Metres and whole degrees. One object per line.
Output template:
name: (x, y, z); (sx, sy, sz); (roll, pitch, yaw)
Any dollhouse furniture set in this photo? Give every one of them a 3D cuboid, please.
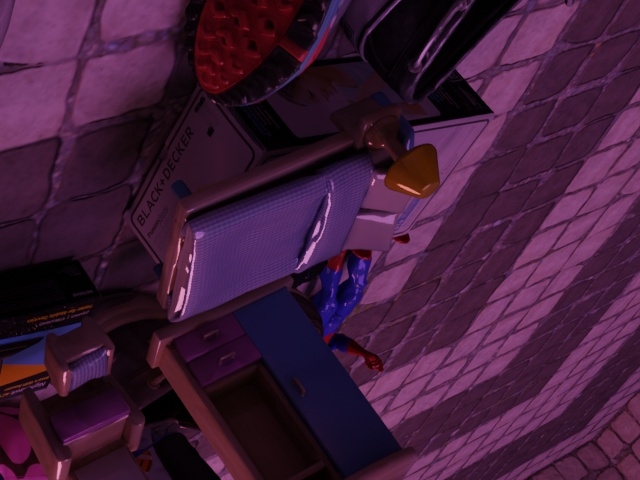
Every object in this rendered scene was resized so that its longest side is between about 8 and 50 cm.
dollhouse furniture set: (-0.040, 0.080, 0.956); (0.286, 0.198, 0.303); (-24, 155, -30)

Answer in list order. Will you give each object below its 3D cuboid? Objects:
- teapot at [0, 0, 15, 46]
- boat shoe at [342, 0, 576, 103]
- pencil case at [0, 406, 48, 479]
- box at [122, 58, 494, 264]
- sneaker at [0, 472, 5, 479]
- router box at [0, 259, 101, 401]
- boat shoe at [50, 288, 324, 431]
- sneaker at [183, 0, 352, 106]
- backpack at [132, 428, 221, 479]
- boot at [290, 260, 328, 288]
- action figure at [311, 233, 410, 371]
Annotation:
teapot: (-0.259, -0.106, 0.494); (0.187, 0.256, 0.252); (-28, -176, 37)
boat shoe: (0.155, -0.230, 0.999); (0.306, 0.105, 0.113); (-41, 158, 9)
pencil case: (-0.270, 0.203, 1.222); (0.095, 0.098, 0.209); (-44, 156, 16)
box: (-0.005, -0.064, 1.109); (0.290, 0.087, 0.169); (-12, 147, -46)
sneaker: (-0.380, 0.129, 0.914); (0.323, 0.236, 0.130); (-8, -148, 30)
router box: (-0.279, 0.086, 1.045); (0.179, 0.046, 0.133); (-13, 148, -45)
boat shoe: (-0.111, 0.126, 1.265); (0.355, 0.130, 0.132); (-6, 143, -52)
sneaker: (0.015, -0.187, 0.878); (0.262, 0.104, 0.125); (-49, 157, 26)
backpack: (-0.220, 0.330, 1.404); (0.263, 0.213, 0.276); (-42, 153, -11)
boot: (0.001, 0.000, 1.300); (0.121, 0.045, 0.099); (-22, 152, -18)
action figure: (0.027, 0.109, 1.443); (0.091, 0.139, 0.280); (-18, 154, -37)
